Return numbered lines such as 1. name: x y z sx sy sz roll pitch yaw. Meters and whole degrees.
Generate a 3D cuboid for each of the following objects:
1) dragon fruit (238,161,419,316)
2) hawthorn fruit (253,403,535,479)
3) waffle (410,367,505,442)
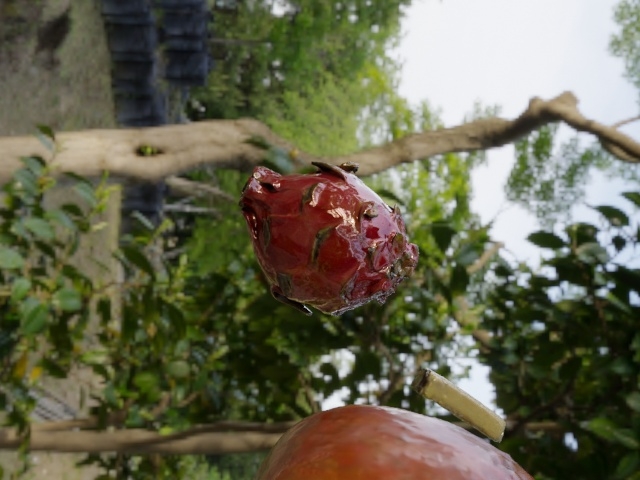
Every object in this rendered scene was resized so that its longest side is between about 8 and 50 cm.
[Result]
1. dragon fruit: 0.000 0.000 0.835 0.133 0.165 0.136 -59 -177 28
2. hawthorn fruit: 0.049 0.227 0.585 0.262 0.231 0.235 15 -110 46
3. waffle: 0.089 0.119 0.810 0.023 0.097 0.152 -56 -157 -2
